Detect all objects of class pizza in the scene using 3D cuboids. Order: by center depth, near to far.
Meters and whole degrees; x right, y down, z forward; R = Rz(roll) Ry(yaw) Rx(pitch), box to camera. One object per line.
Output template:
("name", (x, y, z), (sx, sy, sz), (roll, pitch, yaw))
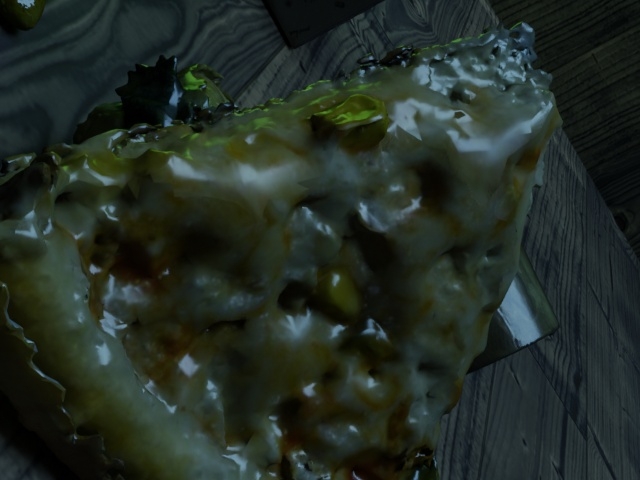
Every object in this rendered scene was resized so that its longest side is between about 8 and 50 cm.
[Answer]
("pizza", (-0.012, 0.085, 0.841), (0.080, 0.435, 0.391), (38, -41, 55))

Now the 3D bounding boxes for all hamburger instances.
("hamburger", (-0.076, -0.008, 0.943), (0.309, 0.132, 0.211), (55, 3, -33))

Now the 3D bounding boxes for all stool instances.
("stool", (0.115, 0.008, 1.324), (0.264, 0.179, 0.179), (66, 21, 4))

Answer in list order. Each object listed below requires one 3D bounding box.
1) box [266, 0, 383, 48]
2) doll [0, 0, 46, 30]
("box", (0.008, -0.420, 1.545), (0.297, 0.225, 0.190), (61, 21, -6))
("doll", (-0.225, -0.262, 1.000), (0.137, 0.097, 0.209), (46, 31, -49))
